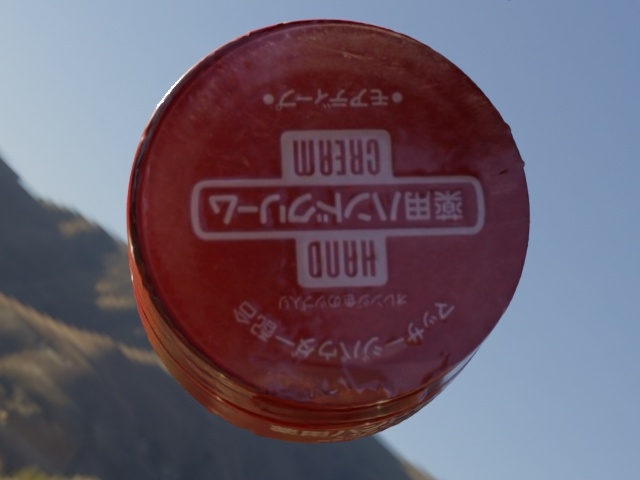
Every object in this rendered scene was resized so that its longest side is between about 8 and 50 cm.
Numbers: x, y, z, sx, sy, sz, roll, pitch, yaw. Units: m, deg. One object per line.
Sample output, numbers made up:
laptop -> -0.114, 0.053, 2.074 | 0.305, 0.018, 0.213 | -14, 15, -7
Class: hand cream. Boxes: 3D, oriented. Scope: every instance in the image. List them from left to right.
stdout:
hand cream -> 0.000, 0.000, 0.843 | 0.193, 0.193, 0.125 | 42, -13, 7
